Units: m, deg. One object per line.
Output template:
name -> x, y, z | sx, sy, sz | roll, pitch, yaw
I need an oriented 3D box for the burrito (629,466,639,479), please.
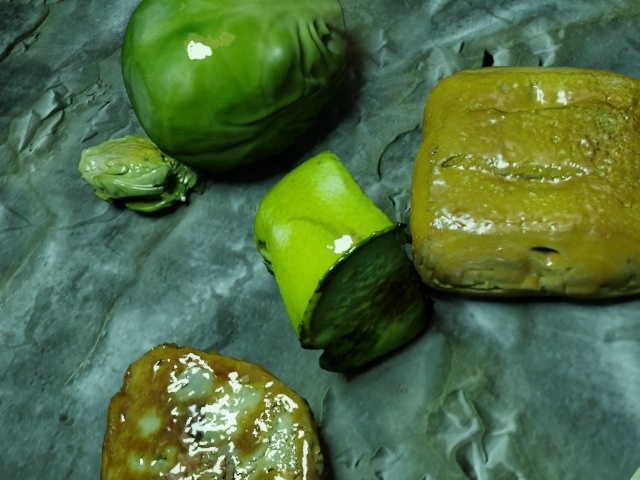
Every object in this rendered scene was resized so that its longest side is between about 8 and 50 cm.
burrito -> 0.289, 0.307, 0.704 | 0.045, 0.041, 0.185 | 42, 69, -10

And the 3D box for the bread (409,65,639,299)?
bread -> 0.283, -0.090, 0.909 | 0.328, 0.148, 0.337 | 3, 58, 17

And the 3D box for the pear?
pear -> 0.000, 0.000, 0.871 | 0.164, 0.238, 0.255 | -33, 56, -1

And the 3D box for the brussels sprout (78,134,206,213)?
brussels sprout -> -0.275, -0.106, 1.113 | 0.181, 0.100, 0.139 | -2, 46, 16

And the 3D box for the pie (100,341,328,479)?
pie -> -0.125, 0.259, 0.822 | 0.308, 0.085, 0.308 | -6, 60, 11

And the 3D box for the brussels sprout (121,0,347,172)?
brussels sprout -> -0.115, -0.262, 1.059 | 0.355, 0.289, 0.281 | -29, 66, -20
